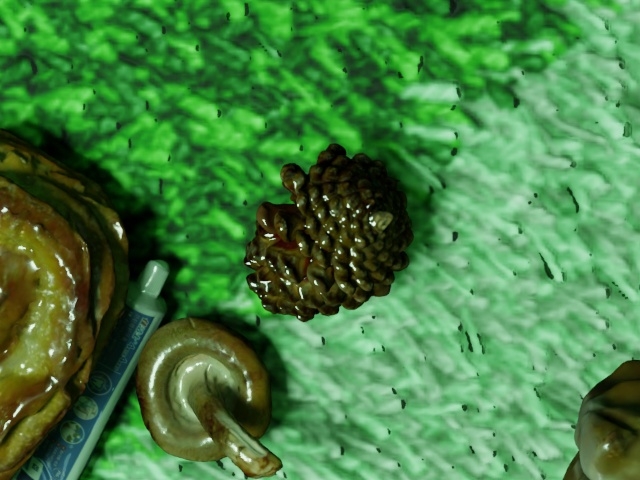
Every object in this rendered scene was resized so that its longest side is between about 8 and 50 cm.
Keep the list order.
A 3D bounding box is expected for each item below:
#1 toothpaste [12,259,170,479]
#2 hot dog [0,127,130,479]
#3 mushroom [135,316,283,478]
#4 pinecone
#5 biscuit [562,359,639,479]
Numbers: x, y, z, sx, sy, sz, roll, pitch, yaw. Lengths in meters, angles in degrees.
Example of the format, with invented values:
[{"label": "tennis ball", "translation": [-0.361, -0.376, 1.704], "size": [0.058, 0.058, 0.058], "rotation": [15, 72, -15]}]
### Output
[{"label": "toothpaste", "translation": [-0.148, 0.093, 1.156], "size": [0.057, 0.035, 0.197], "rotation": [39, 112, 19]}, {"label": "hot dog", "translation": [-0.233, 0.065, 1.120], "size": [0.175, 0.114, 0.259], "rotation": [30, 112, -5]}, {"label": "mushroom", "translation": [-0.062, 0.110, 1.112], "size": [0.088, 0.073, 0.129], "rotation": [-42, 56, 0]}, {"label": "pinecone", "translation": [0.001, 0.003, 1.063], "size": [0.102, 0.102, 0.109], "rotation": [41, 117, 3]}, {"label": "biscuit", "translation": [0.303, 0.163, 0.931], "size": [0.366, 0.268, 0.115], "rotation": [21, 100, 6]}]
